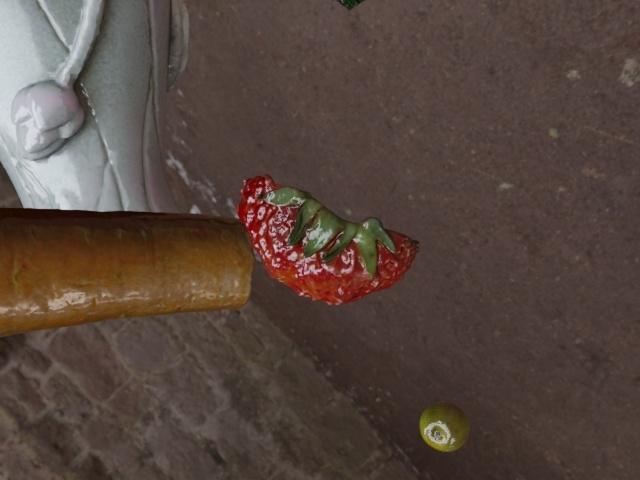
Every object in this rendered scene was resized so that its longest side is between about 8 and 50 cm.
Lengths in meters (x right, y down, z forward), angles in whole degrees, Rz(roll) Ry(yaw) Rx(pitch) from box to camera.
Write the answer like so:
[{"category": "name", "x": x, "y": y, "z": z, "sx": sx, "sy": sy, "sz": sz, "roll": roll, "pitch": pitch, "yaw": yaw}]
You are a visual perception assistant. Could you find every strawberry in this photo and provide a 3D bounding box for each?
[{"category": "strawberry", "x": 0.000, "y": 0.000, "z": 0.504, "sx": 0.146, "sy": 0.082, "sz": 0.187, "roll": 31, "pitch": -175, "yaw": 5}]

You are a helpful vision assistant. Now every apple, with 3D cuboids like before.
[{"category": "apple", "x": 0.224, "y": 0.338, "z": 1.117, "sx": 0.089, "sy": 0.074, "sz": 0.090, "roll": 5, "pitch": 101, "yaw": 28}]

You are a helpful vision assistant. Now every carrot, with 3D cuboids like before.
[{"category": "carrot", "x": -0.146, "y": 0.015, "z": 0.314, "sx": 0.067, "sy": 0.225, "sz": 0.067, "roll": 5, "pitch": 95, "yaw": 59}]

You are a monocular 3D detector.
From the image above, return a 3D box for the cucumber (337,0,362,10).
[{"category": "cucumber", "x": -0.019, "y": -0.331, "z": 0.605, "sx": 0.265, "sy": 0.077, "sz": 0.077, "roll": 39, "pitch": 169, "yaw": -32}]

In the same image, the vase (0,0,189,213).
[{"category": "vase", "x": -0.221, "y": -0.163, "z": 0.520, "sx": 0.250, "sy": 0.249, "sz": 0.446, "roll": -10, "pitch": 95, "yaw": 67}]
